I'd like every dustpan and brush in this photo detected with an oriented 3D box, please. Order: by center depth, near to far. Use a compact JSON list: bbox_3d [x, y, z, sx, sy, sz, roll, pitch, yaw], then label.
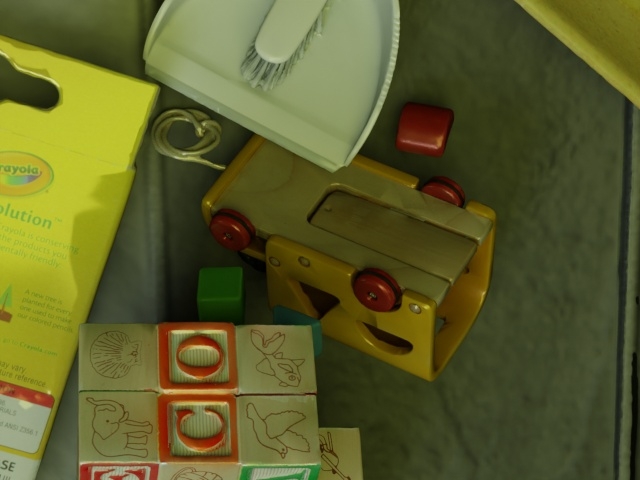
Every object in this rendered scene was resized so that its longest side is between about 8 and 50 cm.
[{"bbox_3d":[0.001,-0.167,1.175,0.147,0.060,0.211,28,76,3],"label":"dustpan and brush"}]

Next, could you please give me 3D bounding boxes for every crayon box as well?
[{"bbox_3d":[-0.238,0.019,1.185,0.202,0.081,0.319,18,102,-12],"label":"crayon box"}]

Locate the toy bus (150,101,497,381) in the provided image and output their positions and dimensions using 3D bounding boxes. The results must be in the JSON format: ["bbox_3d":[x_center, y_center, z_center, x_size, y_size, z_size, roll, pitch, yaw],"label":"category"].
[{"bbox_3d":[0.008,0.008,1.202,0.191,0.202,0.104,-11,139,-9],"label":"toy bus"}]

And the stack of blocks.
[{"bbox_3d":[-0.060,0.158,1.153,0.171,0.087,0.297,0,148,-7],"label":"stack of blocks"}]

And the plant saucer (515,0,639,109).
[{"bbox_3d":[0.255,-0.246,1.185,0.332,0.081,0.333,39,96,-16],"label":"plant saucer"}]
